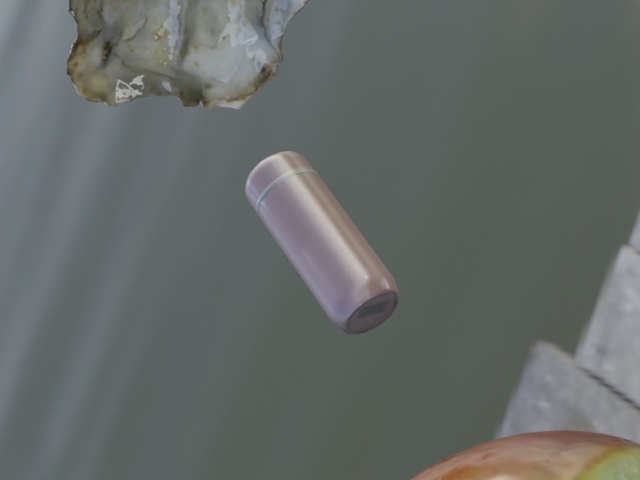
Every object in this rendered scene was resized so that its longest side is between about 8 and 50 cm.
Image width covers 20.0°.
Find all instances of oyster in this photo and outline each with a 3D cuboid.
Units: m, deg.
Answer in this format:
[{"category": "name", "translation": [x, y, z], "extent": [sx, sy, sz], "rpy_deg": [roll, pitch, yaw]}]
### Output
[{"category": "oyster", "translation": [-0.048, -0.117, 0.687], "extent": [0.148, 0.103, 0.051], "rpy_deg": [-66, 33, 35]}]

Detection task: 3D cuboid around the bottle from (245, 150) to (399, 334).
[{"category": "bottle", "translation": [0.000, 0.000, 1.274], "extent": [0.140, 0.053, 0.053], "rpy_deg": [54, 125, 27]}]

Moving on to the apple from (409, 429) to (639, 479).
[{"category": "apple", "translation": [0.075, 0.147, 0.525], "extent": [0.160, 0.195, 0.173], "rpy_deg": [-13, 38, 54]}]
